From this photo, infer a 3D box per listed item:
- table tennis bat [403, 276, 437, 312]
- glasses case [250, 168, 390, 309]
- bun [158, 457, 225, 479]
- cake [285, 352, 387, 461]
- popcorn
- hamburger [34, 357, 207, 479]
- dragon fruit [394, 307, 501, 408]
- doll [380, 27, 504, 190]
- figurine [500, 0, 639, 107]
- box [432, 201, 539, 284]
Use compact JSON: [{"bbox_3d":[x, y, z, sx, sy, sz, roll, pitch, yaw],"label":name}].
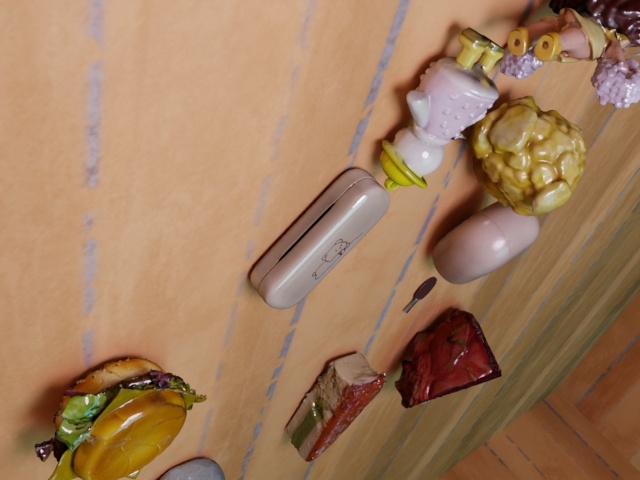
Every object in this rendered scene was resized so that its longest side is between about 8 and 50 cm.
[{"bbox_3d":[0.178,0.097,1.286,0.083,0.007,0.050,-50,153,11],"label":"table tennis bat"},{"bbox_3d":[0.000,0.000,0.862,0.196,0.050,0.083,-47,155,8],"label":"glasses case"},{"bbox_3d":[-0.212,0.413,1.146,0.140,0.083,0.141,-30,153,-18],"label":"bun"},{"bbox_3d":[0.034,0.289,1.286,0.116,0.086,0.221,-12,139,-41],"label":"cake"},{"bbox_3d":[0.281,-0.111,0.956,0.140,0.163,0.194,-51,148,-3],"label":"popcorn"},{"bbox_3d":[-0.225,0.195,0.799,0.164,0.093,0.189,-44,155,-2],"label":"hamburger"},{"bbox_3d":[0.236,0.235,1.440,0.205,0.152,0.317,-25,164,9],"label":"dragon fruit"},{"bbox_3d":[0.131,-0.135,0.808,0.129,0.081,0.207,1,133,-44],"label":"doll"},{"bbox_3d":[0.305,-0.240,0.820,0.240,0.174,0.116,-35,136,-28],"label":"figurine"},{"bbox_3d":[0.252,0.003,1.113,0.146,0.088,0.200,-32,173,-17],"label":"box"}]
